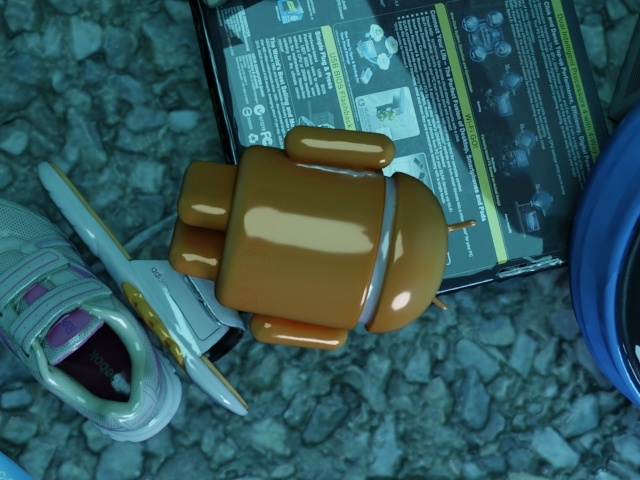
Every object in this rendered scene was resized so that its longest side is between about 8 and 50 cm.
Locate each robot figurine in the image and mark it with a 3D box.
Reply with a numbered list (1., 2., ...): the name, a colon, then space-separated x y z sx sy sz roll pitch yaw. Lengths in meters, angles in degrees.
1. robot figurine: 0.000 0.001 0.992 0.219 0.128 0.158 10 82 -5

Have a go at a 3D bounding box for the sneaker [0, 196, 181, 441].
1. sneaker: -0.207 0.055 1.051 0.252 0.111 0.103 43 79 -2

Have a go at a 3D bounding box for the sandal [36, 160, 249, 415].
1. sandal: -0.126 0.025 1.072 0.076 0.102 0.265 -38 88 -8

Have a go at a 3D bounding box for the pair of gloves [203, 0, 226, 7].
1. pair of gloves: -0.046 -0.324 1.066 0.204 0.042 0.240 -20 79 -11

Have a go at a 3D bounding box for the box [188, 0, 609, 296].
1. box: 0.063 -0.145 1.124 0.318 0.097 0.395 -14 85 -7

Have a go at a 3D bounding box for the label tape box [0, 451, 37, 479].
1. label tape box: -0.405 0.255 1.001 0.249 0.115 0.348 39 77 -3

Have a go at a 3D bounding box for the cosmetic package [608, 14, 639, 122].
1. cosmetic package: 0.377 -0.156 1.143 0.183 0.151 0.152 21 81 -7

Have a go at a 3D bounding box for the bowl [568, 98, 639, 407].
1. bowl: 0.397 0.012 1.060 0.391 0.077 0.391 -3 119 -6
